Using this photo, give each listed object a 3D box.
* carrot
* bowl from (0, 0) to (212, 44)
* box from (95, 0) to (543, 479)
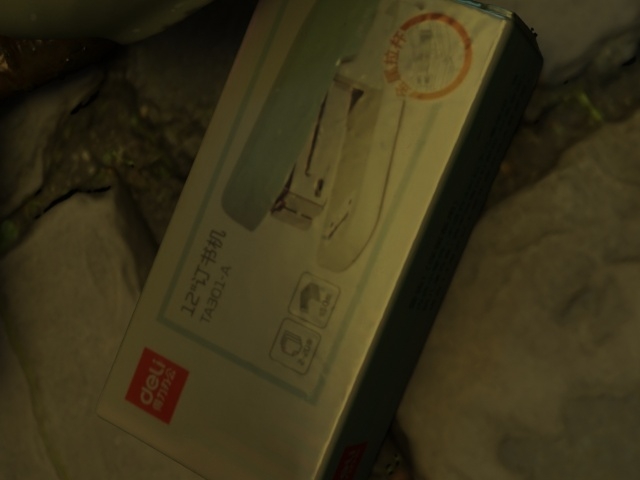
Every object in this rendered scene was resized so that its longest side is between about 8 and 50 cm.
[{"bbox_3d":[-0.222,-0.093,0.605,0.254,0.049,0.049,-24,77,14],"label":"carrot"},{"bbox_3d":[-0.087,-0.191,0.474,0.277,0.277,0.145,-26,116,19],"label":"bowl"},{"bbox_3d":[0.000,0.000,0.497,0.135,0.079,0.269,25,96,23],"label":"box"}]
